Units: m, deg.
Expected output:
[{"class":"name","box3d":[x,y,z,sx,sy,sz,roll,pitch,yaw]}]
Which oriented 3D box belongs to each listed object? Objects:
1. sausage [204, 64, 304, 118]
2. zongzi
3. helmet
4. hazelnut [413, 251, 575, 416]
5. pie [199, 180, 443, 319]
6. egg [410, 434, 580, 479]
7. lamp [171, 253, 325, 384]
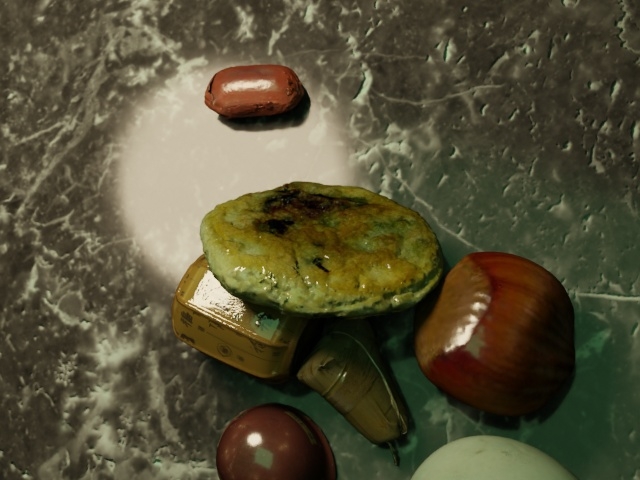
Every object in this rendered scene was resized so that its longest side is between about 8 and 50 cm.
[{"class":"sausage","box3d":[-0.094,-0.211,1.971,0.141,0.076,0.076,0,77,11]},{"class":"zongzi","box3d":[0.079,0.176,1.861,0.189,0.081,0.178,43,45,-8]},{"class":"helmet","box3d":[-0.066,0.294,1.830,0.155,0.106,0.175,-35,77,1]},{"class":"hazelnut","box3d":[0.218,0.123,1.787,0.186,0.210,0.210,-6,74,37]},{"class":"pie","box3d":[0.000,0.000,1.814,0.323,0.323,0.070,13,123,13]},{"class":"egg","box3d":[0.236,0.417,1.651,0.276,0.276,0.388,-24,78,4]},{"class":"lamp","box3d":[-0.095,0.098,1.856,0.185,0.161,0.161,24,82,14]}]
